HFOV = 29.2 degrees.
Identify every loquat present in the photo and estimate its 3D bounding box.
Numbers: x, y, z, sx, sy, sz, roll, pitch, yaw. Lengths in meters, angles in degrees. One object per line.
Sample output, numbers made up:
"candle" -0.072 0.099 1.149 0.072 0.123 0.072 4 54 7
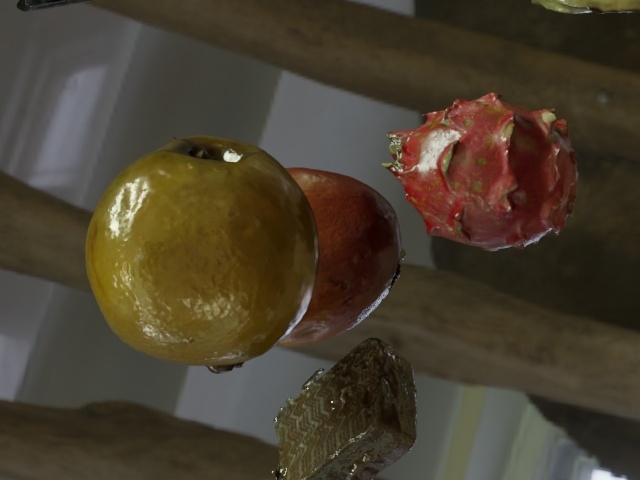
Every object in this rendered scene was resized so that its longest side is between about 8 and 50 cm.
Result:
"loquat" -0.128 0.021 1.401 0.275 0.274 0.275 -9 -79 -52

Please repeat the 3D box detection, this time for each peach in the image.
"peach" -0.026 0.025 1.656 0.281 0.281 0.238 -36 -52 -45

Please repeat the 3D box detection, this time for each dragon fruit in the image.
"dragon fruit" 0.199 -0.088 1.583 0.210 0.268 0.205 -54 -28 -39

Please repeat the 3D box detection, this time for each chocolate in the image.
"chocolate" 0.036 0.226 1.480 0.093 0.214 0.148 32 -145 -29

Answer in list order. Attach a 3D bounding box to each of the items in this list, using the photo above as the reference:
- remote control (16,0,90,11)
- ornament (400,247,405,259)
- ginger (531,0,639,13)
"remote control" -0.313 -0.287 1.467 0.096 0.039 0.014 -15 -94 -28
"ornament" 0.000 0.000 1.901 0.245 0.230 0.061 -18 -41 -47
"ginger" 0.288 -0.259 1.112 0.115 0.193 0.123 -103 3 -56
